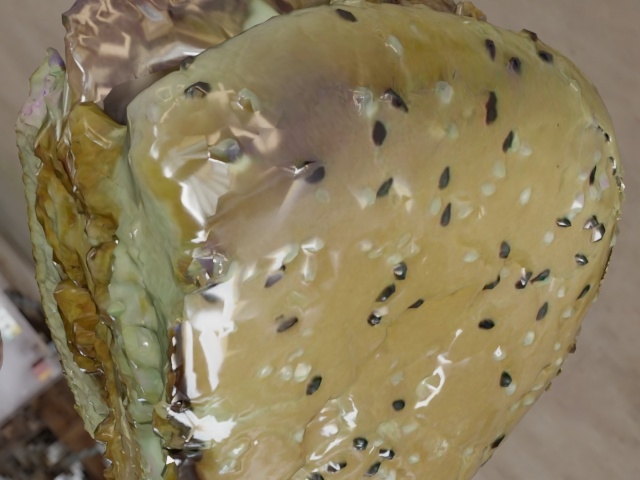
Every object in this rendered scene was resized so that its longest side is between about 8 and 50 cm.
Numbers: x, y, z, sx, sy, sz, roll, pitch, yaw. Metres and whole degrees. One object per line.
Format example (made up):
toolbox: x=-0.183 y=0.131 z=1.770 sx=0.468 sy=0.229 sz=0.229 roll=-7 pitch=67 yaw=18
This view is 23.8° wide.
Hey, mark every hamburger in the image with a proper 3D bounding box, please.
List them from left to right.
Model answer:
hamburger: x=0.000 y=0.000 z=0.732 sx=0.195 sy=0.277 sz=0.318 roll=44 pitch=151 yaw=39

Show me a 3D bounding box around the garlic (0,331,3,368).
garlic: x=-0.344 y=0.101 z=1.062 sx=0.160 sy=0.245 sz=0.245 roll=-100 pitch=-14 yaw=-55
